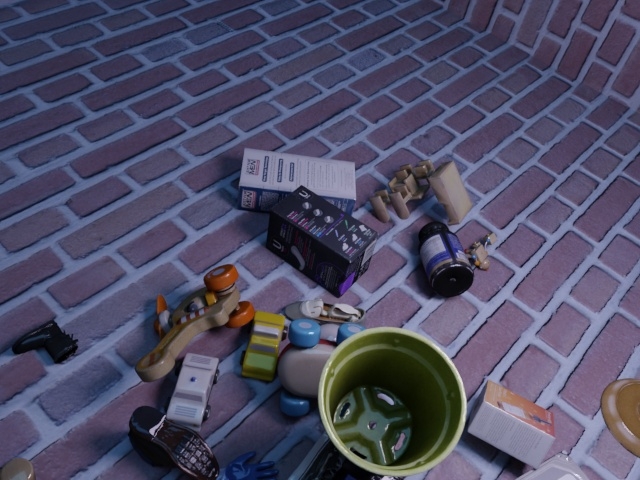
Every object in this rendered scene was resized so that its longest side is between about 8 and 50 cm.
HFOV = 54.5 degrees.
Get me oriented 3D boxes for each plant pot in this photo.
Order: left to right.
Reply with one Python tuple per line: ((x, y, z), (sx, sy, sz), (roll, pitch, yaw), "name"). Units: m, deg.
((0.123, 0.345, 1.247), (0.276, 0.254, 0.276), (2, 62, -4), "plant pot")
((0.832, 0.448, 1.572), (0.236, 0.032, 0.236), (6, 48, -7), "plant pot")

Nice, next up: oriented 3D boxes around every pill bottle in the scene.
((0.348, 0.046, 1.763), (0.122, 0.123, 0.219), (3, 37, -9), "pill bottle")

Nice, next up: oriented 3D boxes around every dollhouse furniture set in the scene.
((0.316, -0.130, 1.908), (0.242, 0.161, 0.212), (-8, 28, 44), "dollhouse furniture set")

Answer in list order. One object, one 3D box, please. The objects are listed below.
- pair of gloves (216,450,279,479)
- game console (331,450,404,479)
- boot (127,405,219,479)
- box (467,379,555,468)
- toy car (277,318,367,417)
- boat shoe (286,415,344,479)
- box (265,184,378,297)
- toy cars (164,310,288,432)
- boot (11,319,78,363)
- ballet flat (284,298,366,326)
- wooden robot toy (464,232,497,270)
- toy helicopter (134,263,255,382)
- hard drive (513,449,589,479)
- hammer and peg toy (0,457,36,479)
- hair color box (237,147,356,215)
((-0.162, 0.535, 1.287), (0.159, 0.023, 0.198), (2, 49, -13), "pair of gloves")
((0.111, 0.561, 1.219), (0.250, 0.173, 0.293), (31, 49, 15), "game console")
((-0.313, 0.439, 1.307), (0.219, 0.106, 0.082), (39, 46, 1), "boot")
((0.442, 0.421, 1.438), (0.170, 0.091, 0.130), (26, 17, 12), "box")
((0.001, 0.267, 1.484), (0.210, 0.219, 0.238), (6, 18, -6), "toy car")
((0.007, 0.480, 1.338), (0.070, 0.078, 0.219), (31, 57, 21), "boat shoe")
((0.000, 0.000, 1.710), (0.270, 0.165, 0.143), (33, 51, 17), "box")
((-0.212, 0.283, 1.460), (0.393, 0.087, 0.176), (-30, 60, -33), "toy cars")
((-0.632, 0.247, 1.436), (0.099, 0.045, 0.121), (39, 51, 18), "boot")
((0.016, 0.182, 1.614), (0.213, 0.068, 0.072), (11, 47, -2), "ballet flat")
((0.474, 0.053, 1.850), (0.173, 0.076, 0.079), (-40, 101, -37), "wooden robot toy")
((-0.326, 0.203, 1.448), (0.235, 0.140, 0.355), (-10, 24, 26), "toy helicopter")
((0.473, 0.622, 1.316), (0.339, 0.064, 0.237), (-18, 54, -25), "hard drive")
((-0.677, 0.551, 1.091), (0.266, 0.127, 0.361), (17, 47, 6), "hammer and peg toy")
((-0.071, -0.168, 1.890), (0.347, 0.105, 0.174), (7, 47, -6), "hair color box")
